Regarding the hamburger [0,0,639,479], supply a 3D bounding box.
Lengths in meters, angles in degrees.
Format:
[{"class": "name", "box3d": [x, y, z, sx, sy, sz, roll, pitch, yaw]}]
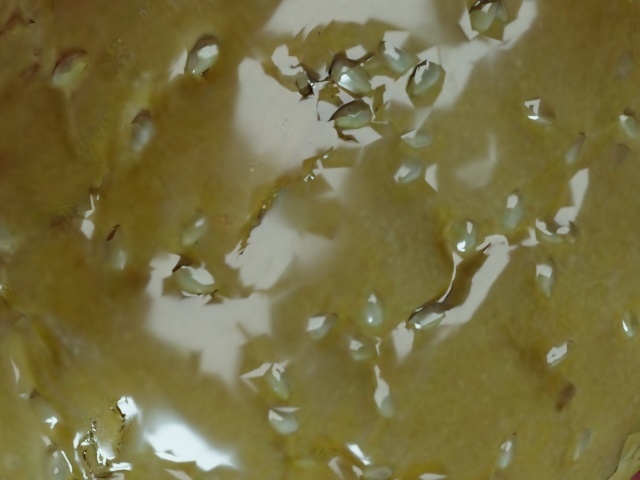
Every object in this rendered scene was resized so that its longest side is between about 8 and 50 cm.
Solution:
[{"class": "hamburger", "box3d": [0.001, 0.000, 0.429, 0.259, 0.144, 0.283, 31, 93, -29]}]
